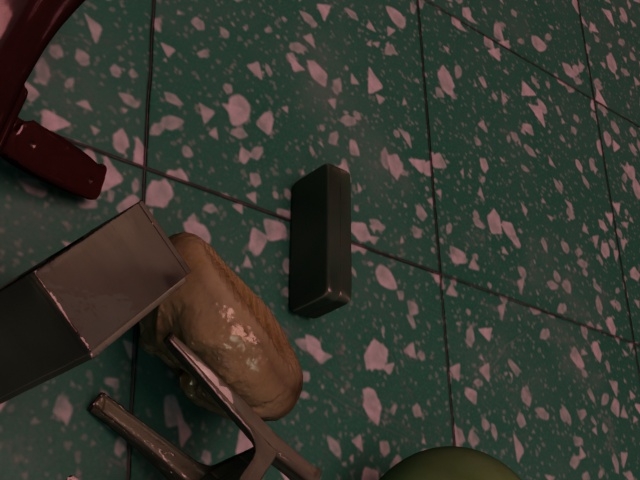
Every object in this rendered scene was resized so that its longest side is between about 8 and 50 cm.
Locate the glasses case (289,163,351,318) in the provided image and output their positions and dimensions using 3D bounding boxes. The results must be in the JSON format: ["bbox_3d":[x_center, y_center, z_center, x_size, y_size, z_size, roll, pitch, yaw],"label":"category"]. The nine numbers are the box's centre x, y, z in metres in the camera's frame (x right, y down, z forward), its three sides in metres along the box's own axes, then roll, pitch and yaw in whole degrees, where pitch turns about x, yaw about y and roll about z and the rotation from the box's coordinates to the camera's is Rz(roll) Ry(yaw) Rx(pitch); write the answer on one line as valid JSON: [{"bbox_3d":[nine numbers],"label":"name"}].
[{"bbox_3d":[0.000,0.000,1.262,0.039,0.078,0.184,21,57,-34],"label":"glasses case"}]

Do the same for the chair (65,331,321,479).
[{"bbox_3d":[-0.122,0.264,0.955,0.274,0.190,0.203,44,46,-10],"label":"chair"}]

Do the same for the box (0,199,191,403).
[{"bbox_3d":[-0.235,0.063,0.889,0.086,0.225,0.129,57,43,-8],"label":"box"}]

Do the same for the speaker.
[{"bbox_3d":[-0.312,-0.174,0.990,0.198,0.259,0.329,19,83,9],"label":"speaker"}]

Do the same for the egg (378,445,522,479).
[{"bbox_3d":[0.136,0.356,1.115,0.220,0.220,0.270,41,47,-23],"label":"egg"}]

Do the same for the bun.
[{"bbox_3d":[-0.116,0.102,1.047,0.222,0.127,0.222,55,2,-3],"label":"bun"}]
